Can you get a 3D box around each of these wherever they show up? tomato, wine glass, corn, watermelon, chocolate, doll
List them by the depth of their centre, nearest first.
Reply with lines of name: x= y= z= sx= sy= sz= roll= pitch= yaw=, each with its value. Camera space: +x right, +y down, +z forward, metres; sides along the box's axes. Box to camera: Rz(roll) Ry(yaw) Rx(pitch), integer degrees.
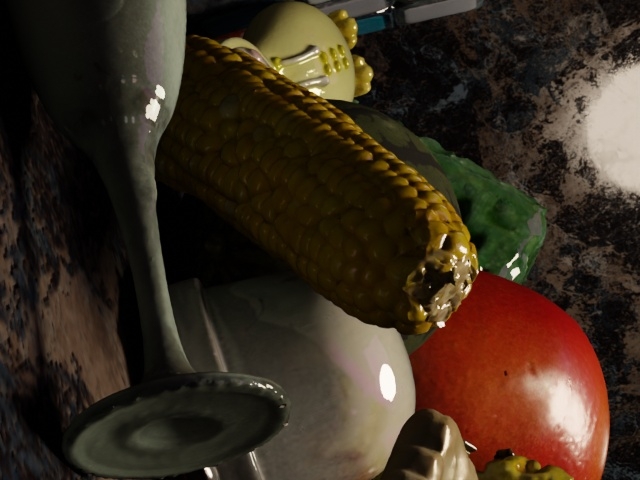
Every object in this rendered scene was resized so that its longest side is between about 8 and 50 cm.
wine glass: x=-0.071 y=-0.015 z=0.716 sx=0.264 sy=0.096 sz=0.309 roll=58 pitch=15 yaw=-60
corn: x=-0.017 y=-0.040 z=0.810 sx=0.313 sy=0.102 sz=0.102 roll=33 pitch=-29 yaw=42
chocolate: x=-0.016 y=0.097 z=0.825 sx=0.221 sy=0.147 sz=0.221 roll=-12 pitch=90 yaw=-89
watermelon: x=0.000 y=0.000 z=0.990 sx=0.212 sy=0.212 sz=0.212 roll=-15 pitch=90 yaw=-87
tomato: x=0.098 y=0.139 z=1.173 sx=0.298 sy=0.298 sz=0.226 roll=71 pitch=32 yaw=-46
doll: x=-0.041 y=-0.154 z=1.321 sx=0.296 sy=0.117 sz=0.141 roll=-39 pitch=117 yaw=-63

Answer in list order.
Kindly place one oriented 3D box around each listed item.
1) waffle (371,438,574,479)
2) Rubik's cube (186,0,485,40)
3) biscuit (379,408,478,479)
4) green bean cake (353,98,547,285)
waffle: x=0.106 y=0.231 z=1.053 sx=0.262 sy=0.280 sz=0.060 roll=99 pitch=5 yaw=-48
Rubik's cube: x=-0.010 y=-0.413 z=1.517 sx=0.359 sy=0.363 sz=0.362 roll=-3 pitch=77 yaw=-83
biscuit: x=0.034 y=0.260 z=0.671 sx=0.217 sy=0.044 sz=0.325 roll=65 pitch=34 yaw=-30
green bean cake: x=0.049 y=0.034 z=1.441 sx=0.308 sy=0.300 sz=0.169 roll=-58 pitch=169 yaw=-24
